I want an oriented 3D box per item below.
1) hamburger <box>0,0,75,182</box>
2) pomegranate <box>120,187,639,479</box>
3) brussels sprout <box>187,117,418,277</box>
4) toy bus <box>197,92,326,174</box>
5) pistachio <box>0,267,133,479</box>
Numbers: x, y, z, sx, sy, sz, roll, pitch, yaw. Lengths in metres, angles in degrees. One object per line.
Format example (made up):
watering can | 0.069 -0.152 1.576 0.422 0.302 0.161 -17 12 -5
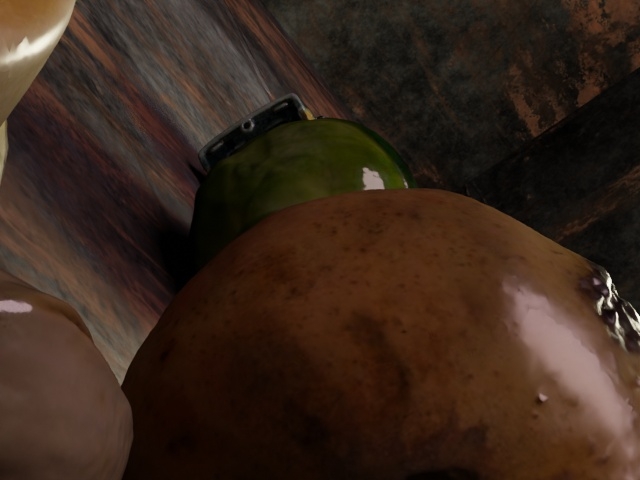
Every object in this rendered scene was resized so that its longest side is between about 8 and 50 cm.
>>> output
hamburger | -0.227 -0.120 0.514 0.302 0.170 0.302 40 31 -30
pomegranate | 0.046 0.130 0.781 0.322 0.322 0.322 54 9 -12
brussels sprout | -0.007 0.008 1.313 0.219 0.210 0.271 62 -6 7
toy bus | 0.000 0.000 1.559 0.275 0.138 0.167 60 8 18
pistachio | -0.136 0.069 0.600 0.124 0.124 0.185 59 7 21
